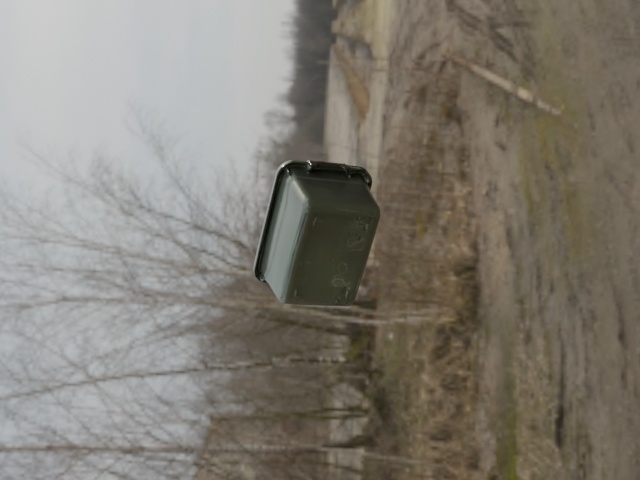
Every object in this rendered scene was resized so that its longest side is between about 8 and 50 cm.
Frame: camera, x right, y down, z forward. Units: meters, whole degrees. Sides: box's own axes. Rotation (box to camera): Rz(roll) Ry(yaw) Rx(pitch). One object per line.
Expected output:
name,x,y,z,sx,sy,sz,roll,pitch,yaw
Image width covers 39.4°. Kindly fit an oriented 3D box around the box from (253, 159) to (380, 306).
box,0.000,0.000,1.056,0.093,0.124,0.172,-120,38,-55
